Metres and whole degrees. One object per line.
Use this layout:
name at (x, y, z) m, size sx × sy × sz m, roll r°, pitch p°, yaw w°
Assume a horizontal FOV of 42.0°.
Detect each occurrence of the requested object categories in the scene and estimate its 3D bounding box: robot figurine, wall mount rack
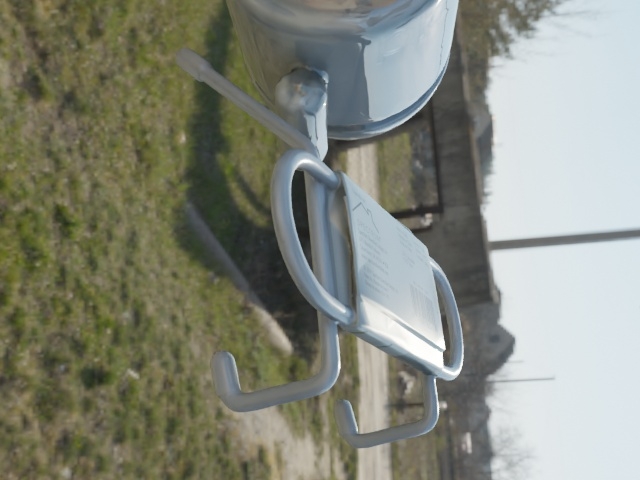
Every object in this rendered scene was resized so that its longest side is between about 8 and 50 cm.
robot figurine at (0.020, -0.213, 0.730) m, size 0.353 × 0.200 × 0.300 m, roll 76°, pitch 34°, yaw -74°
wall mount rack at (0.000, 0.000, 0.680) m, size 0.350 × 0.130 × 0.304 m, roll 37°, pitch 42°, yaw -57°
